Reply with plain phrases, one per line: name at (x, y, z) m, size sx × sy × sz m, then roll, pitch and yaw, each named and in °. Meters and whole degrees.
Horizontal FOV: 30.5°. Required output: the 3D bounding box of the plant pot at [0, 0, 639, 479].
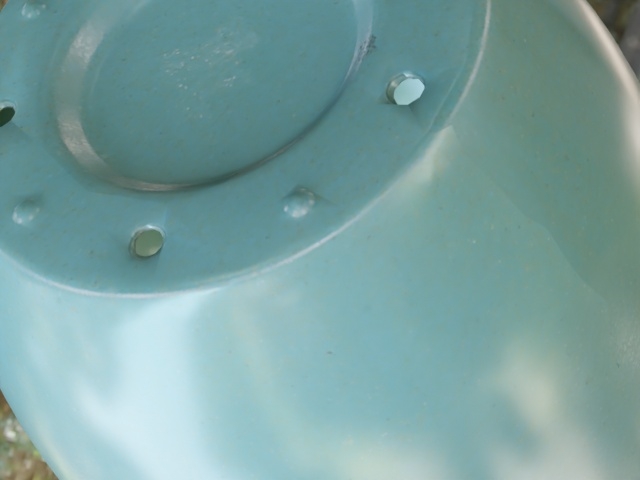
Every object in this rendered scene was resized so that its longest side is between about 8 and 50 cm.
plant pot at (0.000, 0.000, 0.455) m, size 0.293 × 0.293 × 0.235 m, roll 29°, pitch 163°, yaw 33°
